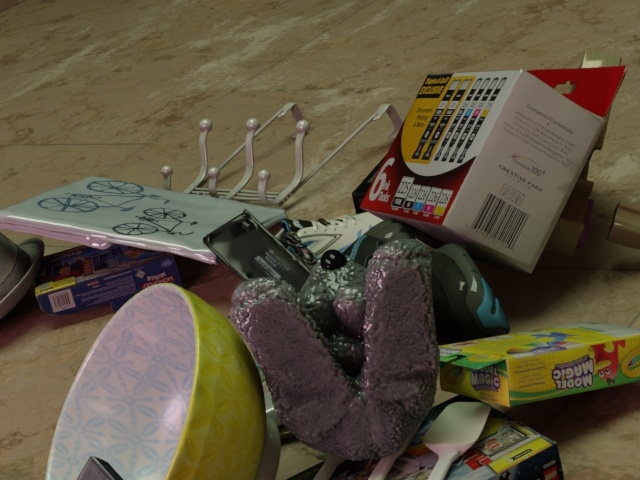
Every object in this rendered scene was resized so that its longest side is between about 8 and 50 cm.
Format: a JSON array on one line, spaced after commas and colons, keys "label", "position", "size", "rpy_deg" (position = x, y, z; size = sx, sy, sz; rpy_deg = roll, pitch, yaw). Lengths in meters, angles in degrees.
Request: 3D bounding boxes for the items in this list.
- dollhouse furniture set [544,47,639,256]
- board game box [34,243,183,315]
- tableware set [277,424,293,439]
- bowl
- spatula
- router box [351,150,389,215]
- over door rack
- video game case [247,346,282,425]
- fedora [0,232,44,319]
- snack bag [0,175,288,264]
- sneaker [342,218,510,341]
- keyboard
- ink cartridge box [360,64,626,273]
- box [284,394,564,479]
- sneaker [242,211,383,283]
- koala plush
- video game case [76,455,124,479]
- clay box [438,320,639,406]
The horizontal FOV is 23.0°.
[{"label": "dollhouse furniture set", "position": [0.437, -0.058, 1.975], "size": [0.303, 0.198, 0.286], "rpy_deg": [15, 63, 4]}, {"label": "board game box", "position": [-0.300, 0.040, 2.206], "size": [0.194, 0.060, 0.194], "rpy_deg": [-16, 20, -5]}, {"label": "tableware set", "position": [0.000, 0.177, 1.736], "size": [0.141, 0.020, 0.169], "rpy_deg": [-13, 22, 3]}, {"label": "bowl", "position": [-0.134, 0.202, 1.530], "size": [0.156, 0.289, 0.289], "rpy_deg": [24, 3, -29]}, {"label": "spatula", "position": [0.056, 0.219, 1.474], "size": [0.168, 0.019, 0.242], "rpy_deg": [-3, 24, 24]}, {"label": "router box", "position": [0.139, -0.088, 2.266], "size": [0.133, 0.046, 0.179], "rpy_deg": [-2, 25, 26]}, {"label": "over door rack", "position": [-0.066, -0.158, 2.474], "size": [0.239, 0.108, 0.324], "rpy_deg": [6, 29, 43]}, {"label": "video game case", "position": [-0.060, 0.160, 1.766], "size": [0.227, 0.026, 0.206], "rpy_deg": [-23, 18, -9]}, {"label": "fedora", "position": [-0.511, 0.039, 2.180], "size": [0.243, 0.124, 0.275], "rpy_deg": [-31, 23, 4]}, {"label": "snack bag", "position": [-0.242, -0.029, 2.215], "size": [0.342, 0.037, 0.323], "rpy_deg": [10, 14, 15]}, {"label": "sneaker", "position": [0.103, 0.074, 1.824], "size": [0.139, 0.125, 0.341], "rpy_deg": [-32, 17, -14]}, {"label": "keyboard", "position": [-0.056, 0.032, 2.001], "size": [0.108, 0.023, 0.180], "rpy_deg": [-33, 64, -30]}, {"label": "ink cartridge box", "position": [0.205, -0.121, 1.920], "size": [0.272, 0.130, 0.309], "rpy_deg": [-63, 17, -4]}, {"label": "box", "position": [0.092, 0.233, 1.506], "size": [0.233, 0.044, 0.159], "rpy_deg": [-23, 23, -22]}, {"label": "sneaker", "position": [0.000, 0.000, 2.085], "size": [0.237, 0.086, 0.085], "rpy_deg": [-21, 21, -21]}, {"label": "koala plush", "position": [0.023, 0.090, 1.540], "size": [0.196, 0.203, 0.221], "rpy_deg": [-15, 15, 1]}, {"label": "video game case", "position": [-0.193, 0.319, 1.339], "size": [0.196, 0.026, 0.274], "rpy_deg": [-60, 31, -1]}, {"label": "clay box", "position": [0.220, 0.124, 1.586], "size": [0.222, 0.053, 0.127], "rpy_deg": [-8, 6, -26]}]
